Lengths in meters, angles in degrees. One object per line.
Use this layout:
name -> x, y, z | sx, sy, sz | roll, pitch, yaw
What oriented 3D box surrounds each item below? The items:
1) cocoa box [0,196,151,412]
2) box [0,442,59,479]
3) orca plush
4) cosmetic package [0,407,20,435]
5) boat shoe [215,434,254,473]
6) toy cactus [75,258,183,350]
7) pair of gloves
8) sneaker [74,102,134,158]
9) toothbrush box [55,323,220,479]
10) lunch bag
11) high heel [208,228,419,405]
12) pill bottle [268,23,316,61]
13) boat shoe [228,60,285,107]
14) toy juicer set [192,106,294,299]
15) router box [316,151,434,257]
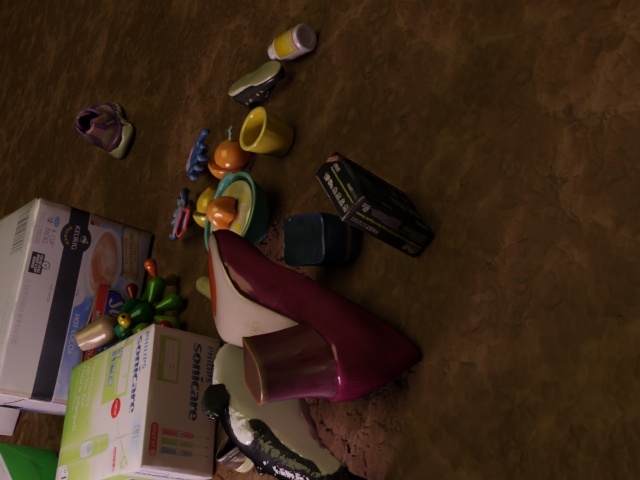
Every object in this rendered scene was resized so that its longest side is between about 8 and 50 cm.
cocoa box -> -0.481, 0.133, 1.487 | 0.231, 0.228, 0.347 | -16, 61, 49
box -> -0.541, 0.531, 1.471 | 0.262, 0.127, 0.231 | 27, 94, 54
orca plush -> -0.044, 0.233, 0.961 | 0.287, 0.151, 0.102 | 27, 124, 37
cosmetic package -> -0.744, 0.226, 1.871 | 0.217, 0.156, 0.385 | 12, 85, 55
boat shoe -> -0.086, 0.232, 1.056 | 0.056, 0.049, 0.152 | 36, 102, 56
toy cactus -> -0.312, 0.123, 1.328 | 0.181, 0.112, 0.219 | -24, 27, -3
pair of gloves -> -0.219, -0.091, 1.372 | 0.159, 0.023, 0.198 | -153, 80, -74
sneaker -> -0.494, -0.261, 1.808 | 0.236, 0.105, 0.095 | 41, 109, 55
toothbrush box -> -0.280, 0.270, 1.243 | 0.283, 0.122, 0.206 | -26, 54, 44
lunch bag -> 0.000, 0.000, 1.041 | 0.098, 0.065, 0.067 | -4, 86, 52
high heel -> -0.031, 0.079, 1.008 | 0.377, 0.181, 0.127 | -123, 31, -56
pill bottle -> -0.046, -0.304, 1.268 | 0.083, 0.043, 0.043 | -11, 65, 51
boat shoe -> -0.096, -0.251, 1.316 | 0.133, 0.042, 0.049 | -15, 42, 50
toy juicer set -> -0.150, -0.030, 1.239 | 0.209, 0.089, 0.329 | -11, 66, 51
router box -> 0.062, -0.040, 0.924 | 0.038, 0.122, 0.092 | -49, 40, 19
